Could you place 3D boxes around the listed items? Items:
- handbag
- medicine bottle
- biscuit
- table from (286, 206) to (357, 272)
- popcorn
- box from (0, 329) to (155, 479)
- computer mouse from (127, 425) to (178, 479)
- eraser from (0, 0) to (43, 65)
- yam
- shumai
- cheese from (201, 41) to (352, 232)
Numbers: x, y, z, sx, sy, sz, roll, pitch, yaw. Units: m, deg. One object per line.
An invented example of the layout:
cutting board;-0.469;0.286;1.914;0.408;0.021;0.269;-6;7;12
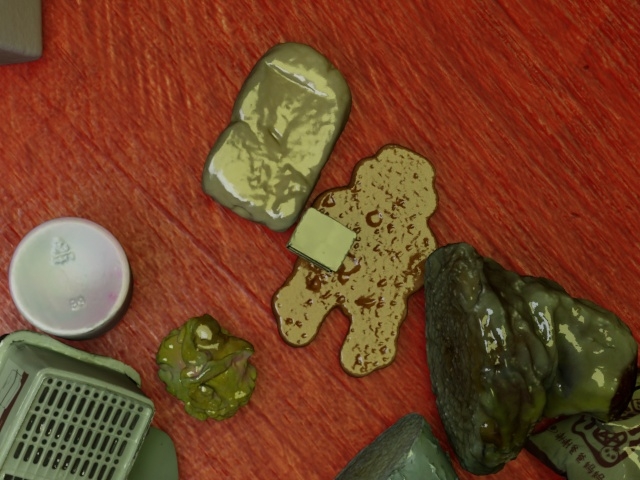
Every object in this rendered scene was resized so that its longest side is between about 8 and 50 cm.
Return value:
handbag;0.422;0.282;1.898;0.235;0.213;0.127;-34;126;-6
medicine bottle;-0.323;0.056;1.791;0.152;0.254;0.152;1;84;-7
biscuit;0.065;0.022;1.946;0.202;0.047;0.334;23;85;-4
table;0.000;0.000;1.875;0.079;0.083;0.062;31;84;-3
popcorn;-0.155;0.177;1.873;0.125;0.126;0.145;-9;68;-32
box;-0.360;0.271;1.728;0.220;0.166;0.291;25;91;-36
computer mouse;-0.273;0.394;1.839;0.159;0.097;0.288;4;86;-9
eraser;-0.539;-0.319;1.777;0.331;0.331;0.150;-1;85;-7
yam;0.139;0.441;1.835;0.241;0.241;0.348;-35;91;-9
shumai;0.293;0.145;1.844;0.263;0.309;0.304;-6;59;-10
cheese;-0.058;-0.152;1.926;0.159;0.093;0.263;28;81;-6
